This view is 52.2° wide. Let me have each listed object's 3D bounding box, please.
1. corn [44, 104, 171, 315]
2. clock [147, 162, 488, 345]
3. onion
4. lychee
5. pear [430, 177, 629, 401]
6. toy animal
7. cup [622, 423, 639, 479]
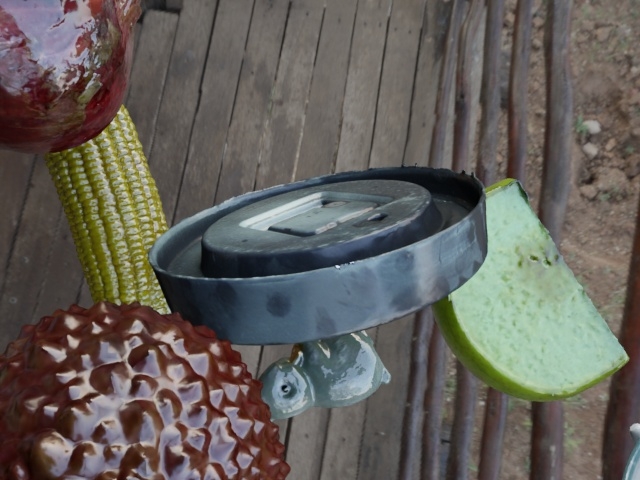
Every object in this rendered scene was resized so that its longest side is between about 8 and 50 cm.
[{"bbox_3d":[-0.277,-0.034,0.876,0.131,0.131,0.344,-17,88,-8],"label":"corn"},{"bbox_3d":[0.000,0.000,0.751,0.387,0.386,0.076,-15,108,-7],"label":"clock"},{"bbox_3d":[-0.312,-0.229,0.690,0.277,0.276,0.276,1,78,-4],"label":"onion"},{"bbox_3d":[-0.154,0.177,0.500,0.264,0.300,0.264,-10,112,-26],"label":"lychee"},{"bbox_3d":[0.298,0.100,1.104,0.239,0.318,0.342,-30,85,-2],"label":"pear"},{"bbox_3d":[-0.022,0.197,0.908,0.236,0.108,0.138,-26,46,-27],"label":"toy animal"},{"bbox_3d":[0.336,0.201,0.455,0.173,0.300,0.167,41,86,-1],"label":"cup"}]
